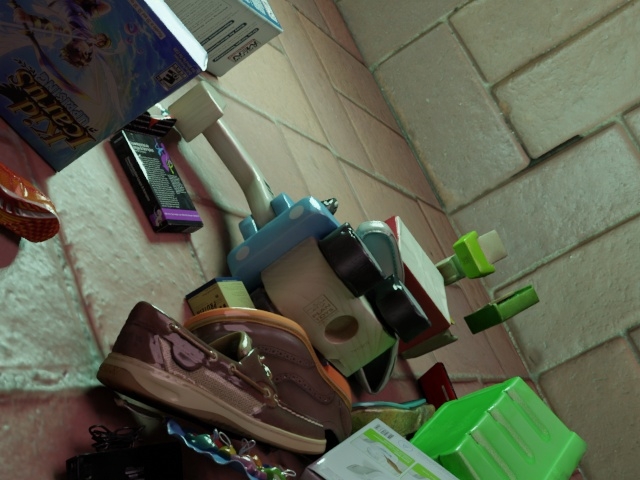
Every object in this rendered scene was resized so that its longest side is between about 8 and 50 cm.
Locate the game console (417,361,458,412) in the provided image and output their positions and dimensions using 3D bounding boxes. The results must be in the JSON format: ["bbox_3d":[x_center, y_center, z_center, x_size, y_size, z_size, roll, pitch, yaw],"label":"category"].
[{"bbox_3d":[0.276,0.353,2.026,0.085,0.124,0.144,7,49,-35],"label":"game console"}]

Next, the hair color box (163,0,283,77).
[{"bbox_3d":[-0.232,-0.444,1.790,0.105,0.174,0.347,63,17,17],"label":"hair color box"}]

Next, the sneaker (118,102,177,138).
[{"bbox_3d":[-0.292,-0.203,1.453,0.075,0.057,0.161,46,16,15],"label":"sneaker"}]

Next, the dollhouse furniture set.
[{"bbox_3d":[0.276,0.114,2.009,0.151,0.302,0.197,-21,83,-48],"label":"dollhouse furniture set"}]

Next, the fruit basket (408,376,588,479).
[{"bbox_3d":[0.278,0.460,1.510,0.392,0.283,0.392,31,45,-36],"label":"fruit basket"}]

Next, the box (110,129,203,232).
[{"bbox_3d":[-0.246,-0.087,1.410,0.162,0.029,0.116,63,17,10],"label":"box"}]

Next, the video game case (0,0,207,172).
[{"bbox_3d":[-0.316,-0.247,1.123,0.269,0.244,0.061,49,21,-28],"label":"video game case"}]

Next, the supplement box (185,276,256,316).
[{"bbox_3d":[-0.137,0.102,1.347,0.083,0.056,0.083,62,18,11],"label":"supplement box"}]

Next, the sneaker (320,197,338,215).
[{"bbox_3d":[0.000,0.000,1.744,0.229,0.086,0.132,153,-81,-77],"label":"sneaker"}]

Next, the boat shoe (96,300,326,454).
[{"bbox_3d":[-0.106,0.169,1.126,0.342,0.123,0.123,31,69,-37],"label":"boat shoe"}]

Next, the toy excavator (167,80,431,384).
[{"bbox_3d":[-0.070,-0.017,1.549,0.433,0.222,0.445,48,8,-38],"label":"toy excavator"}]

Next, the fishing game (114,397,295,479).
[{"bbox_3d":[-0.086,0.235,1.024,0.264,0.041,0.189,22,-11,25],"label":"fishing game"}]

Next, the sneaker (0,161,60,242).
[{"bbox_3d":[-0.362,-0.059,1.024,0.175,0.064,0.067,49,-1,-43],"label":"sneaker"}]

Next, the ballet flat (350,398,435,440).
[{"bbox_3d":[0.122,0.333,1.604,0.348,0.123,0.123,19,43,-64],"label":"ballet flat"}]

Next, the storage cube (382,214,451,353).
[{"bbox_3d":[0.120,0.099,1.830,0.215,0.193,0.183,53,18,-21],"label":"storage cube"}]

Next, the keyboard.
[{"bbox_3d":[-0.210,0.243,0.984,0.192,0.038,0.100,19,66,-65],"label":"keyboard"}]

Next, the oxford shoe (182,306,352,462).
[{"bbox_3d":[-0.056,0.209,1.289,0.364,0.130,0.132,42,30,-43],"label":"oxford shoe"}]

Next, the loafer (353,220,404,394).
[{"bbox_3d":[0.100,0.124,1.672,0.111,0.112,0.319,-92,178,-69],"label":"loafer"}]

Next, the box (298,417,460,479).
[{"bbox_3d":[0.106,0.381,1.220,0.262,0.126,0.231,35,20,18],"label":"box"}]
